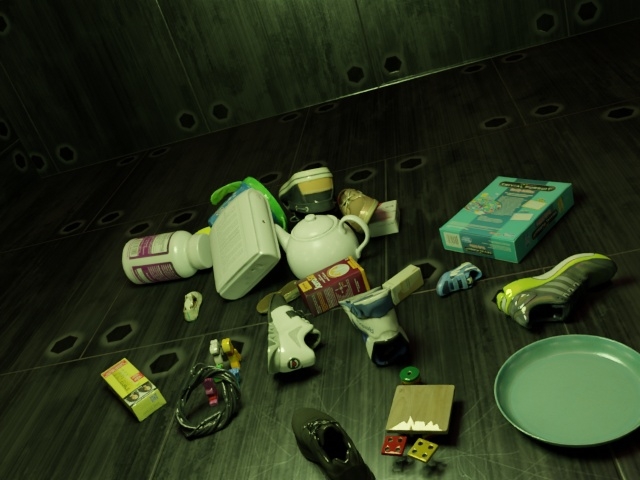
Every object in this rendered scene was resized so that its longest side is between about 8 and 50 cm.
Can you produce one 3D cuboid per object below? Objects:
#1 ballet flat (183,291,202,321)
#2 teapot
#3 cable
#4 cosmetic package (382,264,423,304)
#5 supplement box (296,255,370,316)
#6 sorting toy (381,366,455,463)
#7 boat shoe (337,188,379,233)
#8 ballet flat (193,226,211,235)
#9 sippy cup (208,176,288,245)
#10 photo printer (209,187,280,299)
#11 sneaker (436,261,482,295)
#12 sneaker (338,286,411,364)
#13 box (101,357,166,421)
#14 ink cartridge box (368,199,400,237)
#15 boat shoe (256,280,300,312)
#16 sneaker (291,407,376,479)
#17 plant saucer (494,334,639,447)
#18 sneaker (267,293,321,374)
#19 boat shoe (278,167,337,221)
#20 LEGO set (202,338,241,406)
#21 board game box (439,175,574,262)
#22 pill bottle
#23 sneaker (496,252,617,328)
[{"bbox_3d":[-0.417,0.199,2.157,0.057,0.052,0.168,-19,27,0],"label":"ballet flat"},{"bbox_3d":[0.000,0.000,2.115,0.256,0.187,0.252,-25,29,-14],"label":"teapot"},{"bbox_3d":[-0.284,0.405,1.658,0.151,0.047,0.184,20,71,12],"label":"cable"},{"bbox_3d":[0.234,0.125,1.879,0.115,0.060,0.041,-34,32,-24],"label":"cosmetic package"},{"bbox_3d":[0.036,0.134,1.961,0.188,0.080,0.104,-25,28,-10],"label":"supplement box"},{"bbox_3d":[0.220,0.382,1.435,0.132,0.046,0.274,-6,30,23],"label":"sorting toy"},{"bbox_3d":[0.112,-0.107,2.225,0.121,0.110,0.341,-61,8,5],"label":"boat shoe"},{"bbox_3d":[-0.378,-0.021,2.518,0.231,0.077,0.077,-20,44,-6],"label":"ballet flat"},{"bbox_3d":[-0.275,-0.074,2.402,0.224,0.240,0.305,-39,23,-14],"label":"sippy cup"},{"bbox_3d":[-0.253,0.000,2.147,0.256,0.107,0.307,-44,44,31],"label":"photo printer"},{"bbox_3d":[0.381,0.109,1.824,0.144,0.053,0.059,-31,32,-20],"label":"sneaker"},{"bbox_3d":[0.139,0.222,1.699,0.128,0.182,0.315,-19,-2,-3],"label":"sneaker"},{"bbox_3d":[-0.519,0.408,1.836,0.087,0.058,0.232,-34,31,-25],"label":"box"},{"bbox_3d":[0.214,-0.073,2.251,0.099,0.056,0.135,-12,28,17],"label":"ink cartridge box"},{"bbox_3d":[-0.122,0.181,2.026,0.153,0.048,0.056,-35,43,-15],"label":"boat shoe"},{"bbox_3d":[0.016,0.420,1.405,0.109,0.130,0.286,-32,29,-19],"label":"sneaker"},{"bbox_3d":[0.525,0.312,1.375,0.318,0.043,0.317,-14,29,8],"label":"plant saucer"},{"bbox_3d":[-0.075,0.253,1.806,0.146,0.122,0.330,-1,26,-5],"label":"sneaker"},{"bbox_3d":[-0.039,-0.137,2.326,0.187,0.155,0.500,-13,-2,-8],"label":"boat shoe"},{"bbox_3d":[-0.263,0.325,1.788,0.087,0.093,0.227,-17,28,4],"label":"LEGO set"},{"bbox_3d":[0.564,-0.072,2.006,0.254,0.079,0.336,13,41,46],"label":"board game box"},{"bbox_3d":[-0.536,0.056,2.367,0.302,0.169,0.169,-8,30,19],"label":"pill bottle"},{"bbox_3d":[0.590,0.132,1.617,0.300,0.111,0.121,-25,38,1],"label":"sneaker"}]
